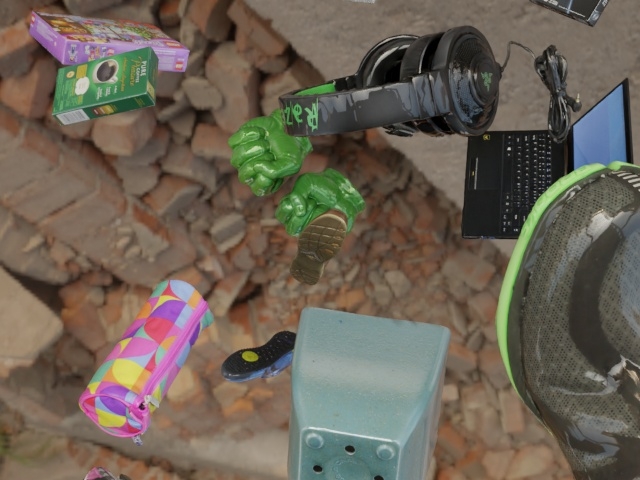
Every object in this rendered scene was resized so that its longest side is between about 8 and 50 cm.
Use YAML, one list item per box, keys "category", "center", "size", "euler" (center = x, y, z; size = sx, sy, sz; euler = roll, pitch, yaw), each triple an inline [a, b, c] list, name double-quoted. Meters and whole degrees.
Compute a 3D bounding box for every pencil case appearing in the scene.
- category: "pencil case"
  center: [-0.228, 0.159, 1.249]
  size: [0.104, 0.236, 0.104]
  euler: [12, 134, 13]

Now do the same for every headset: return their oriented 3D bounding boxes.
- category: "headset"
  center: [0.145, -0.171, 1.165]
  size: [0.394, 0.243, 0.185]
  euler: [-17, 104, -19]

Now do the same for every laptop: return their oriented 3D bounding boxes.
- category: "laptop"
  center: [0.364, -0.131, 1.508]
  size: [0.264, 0.234, 0.136]
  euler: [1, 145, 14]

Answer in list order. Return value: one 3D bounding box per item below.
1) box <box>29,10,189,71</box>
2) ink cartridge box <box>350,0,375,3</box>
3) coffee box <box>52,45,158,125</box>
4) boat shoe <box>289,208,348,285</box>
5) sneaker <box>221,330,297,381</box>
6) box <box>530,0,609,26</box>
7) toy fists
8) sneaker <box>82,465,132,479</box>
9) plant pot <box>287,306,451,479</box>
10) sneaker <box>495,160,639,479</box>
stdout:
- category: "box"
  center: [-0.468, -0.441, 2.053]
  size: [0.293, 0.201, 0.057]
  euler: [-4, 121, -38]
- category: "ink cartridge box"
  center: [0.099, -0.614, 1.900]
  size: [0.087, 0.208, 0.153]
  euler: [17, 156, 31]
- category: "coffee box"
  center: [-0.377, -0.270, 1.625]
  size: [0.184, 0.113, 0.040]
  euler: [-12, 146, 12]
- category: "boat shoe"
  center: [0.000, 0.000, 1.422]
  size: [0.064, 0.060, 0.178]
  euler: [28, 143, -1]
- category: "sneaker"
  center: [-0.114, 0.244, 1.785]
  size: [0.209, 0.069, 0.082]
  euler: [-21, 136, -51]
- category: "box"
  center: [0.266, -0.268, 0.965]
  size: [0.018, 0.083, 0.067]
  euler: [18, 105, -53]
- category: "toy fists"
  center: [-0.049, -0.109, 1.689]
  size: [0.142, 0.279, 0.096]
  euler: [-42, 180, -19]
- category: "sneaker"
  center: [-0.292, 0.363, 1.256]
  size: [0.077, 0.072, 0.178]
  euler: [-46, 160, -10]
- category: "plant pot"
  center: [0.060, 0.286, 1.443]
  size: [0.248, 0.252, 0.247]
  euler: [8, 118, 8]
- category: "sneaker"
  center: [0.259, 0.176, 0.644]
  size: [0.185, 0.483, 0.202]
  euler: [-17, -171, -16]
